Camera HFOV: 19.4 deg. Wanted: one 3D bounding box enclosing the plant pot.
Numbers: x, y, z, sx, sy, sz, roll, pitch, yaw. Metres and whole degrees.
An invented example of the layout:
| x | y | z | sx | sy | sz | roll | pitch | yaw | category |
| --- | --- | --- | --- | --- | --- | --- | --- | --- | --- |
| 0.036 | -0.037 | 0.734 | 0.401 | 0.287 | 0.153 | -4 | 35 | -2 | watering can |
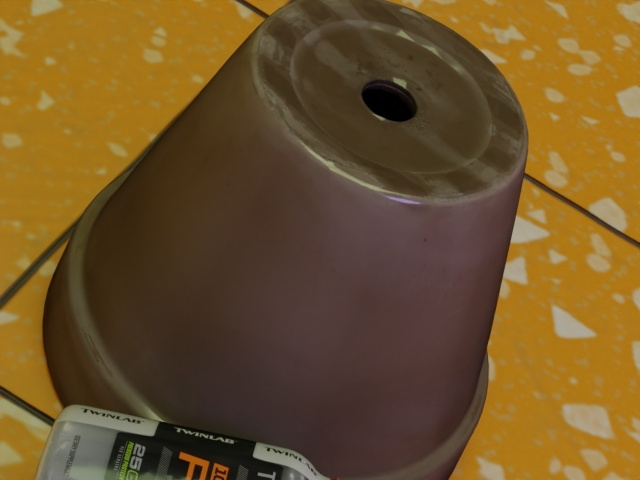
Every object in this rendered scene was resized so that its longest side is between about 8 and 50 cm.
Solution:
| x | y | z | sx | sy | sz | roll | pitch | yaw | category |
| --- | --- | --- | --- | --- | --- | --- | --- | --- | --- |
| 0.000 | 0.000 | 1.262 | 0.323 | 0.280 | 0.323 | 13 | 45 | -14 | plant pot |

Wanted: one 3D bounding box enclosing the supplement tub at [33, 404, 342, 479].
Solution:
| x | y | z | sx | sy | sz | roll | pitch | yaw | category |
| --- | --- | --- | --- | --- | --- | --- | --- | --- | --- |
| -0.079 | 0.174 | 1.149 | 0.190 | 0.117 | 0.117 | 11 | 44 | 1 | supplement tub |
